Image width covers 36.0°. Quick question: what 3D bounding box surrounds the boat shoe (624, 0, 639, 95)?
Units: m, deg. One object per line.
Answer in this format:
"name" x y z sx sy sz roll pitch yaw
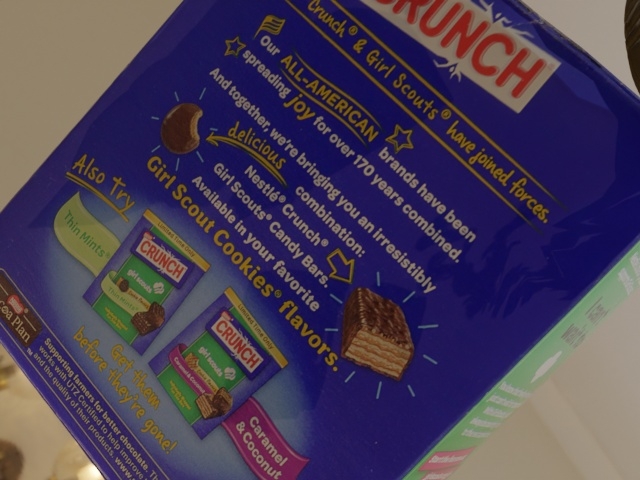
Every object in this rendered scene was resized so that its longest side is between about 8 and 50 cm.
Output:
"boat shoe" 0.137 -0.100 0.333 0.056 0.048 0.153 115 -9 -52

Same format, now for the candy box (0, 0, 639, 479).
"candy box" 0.000 0.000 0.537 0.317 0.122 0.268 -47 -110 8
